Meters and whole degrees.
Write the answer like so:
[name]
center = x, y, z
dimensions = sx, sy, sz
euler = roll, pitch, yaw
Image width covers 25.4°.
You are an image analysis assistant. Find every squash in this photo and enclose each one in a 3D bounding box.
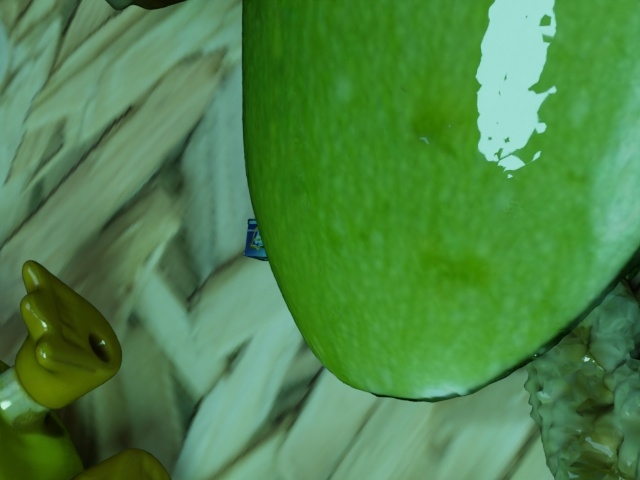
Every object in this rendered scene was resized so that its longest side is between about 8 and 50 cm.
[squash]
center = 0.077, -0.096, 0.582
dimensions = 0.233, 0.210, 0.309
euler = 18, 116, 46

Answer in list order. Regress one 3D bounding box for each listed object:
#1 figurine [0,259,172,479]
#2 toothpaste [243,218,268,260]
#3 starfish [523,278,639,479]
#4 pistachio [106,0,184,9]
[figurine]
center = -0.227, 0.169, 0.722
dimensions = 0.343, 0.187, 0.215
euler = -31, 55, 22
[toothpaste]
center = 0.000, 0.000, 0.679
dimensions = 0.083, 0.017, 0.020
euler = 1, 81, 38
[starfish]
center = 0.160, 0.134, 0.448
dimensions = 0.324, 0.082, 0.432
euler = -16, 48, 39
[pistachio]
center = -0.089, -0.219, 0.729
dimensions = 0.165, 0.130, 0.210
euler = 132, 135, -70
